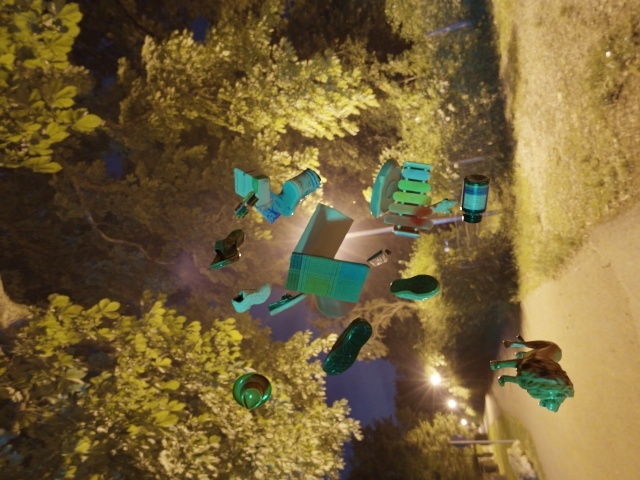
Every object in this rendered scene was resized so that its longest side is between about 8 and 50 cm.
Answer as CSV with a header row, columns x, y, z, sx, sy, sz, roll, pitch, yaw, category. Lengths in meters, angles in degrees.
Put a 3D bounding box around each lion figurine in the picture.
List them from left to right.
x,y,z,sx,sy,sz,roll,pitch,yaw,category
0.748,0.417,1.380,0.392,0.240,0.142,-31,-80,-48,lion figurine

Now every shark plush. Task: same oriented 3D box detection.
x,y,z,sx,sy,sz,roll,pitch,yaw,category
0.536,-0.149,1.808,0.073,0.161,0.067,57,-136,-11,shark plush

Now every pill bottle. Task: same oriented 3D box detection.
x,y,z,sx,sy,sz,roll,pitch,yaw,category
0.749,-0.200,1.954,0.123,0.122,0.219,-69,-22,-58,pill bottle

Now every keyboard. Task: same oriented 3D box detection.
x,y,z,sx,sy,sz,roll,pitch,yaw,category
0.258,0.075,1.723,0.023,0.108,0.180,56,-174,18,keyboard

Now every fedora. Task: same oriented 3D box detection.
x,y,z,sx,sy,sz,roll,pitch,yaw,category
-0.309,0.692,1.804,0.079,0.194,0.194,-107,0,-71,fedora

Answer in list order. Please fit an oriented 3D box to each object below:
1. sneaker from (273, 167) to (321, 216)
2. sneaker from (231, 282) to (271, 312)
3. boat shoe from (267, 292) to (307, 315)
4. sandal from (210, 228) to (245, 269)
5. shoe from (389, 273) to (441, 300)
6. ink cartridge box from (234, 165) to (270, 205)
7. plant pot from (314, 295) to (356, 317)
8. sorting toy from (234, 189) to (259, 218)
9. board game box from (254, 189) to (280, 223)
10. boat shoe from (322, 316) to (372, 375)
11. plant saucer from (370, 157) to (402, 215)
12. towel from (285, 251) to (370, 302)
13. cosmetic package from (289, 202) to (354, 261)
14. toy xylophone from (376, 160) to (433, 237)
x,y,z,sx,sy,sz,roll,pitch,yaw,category
-0.099,-0.235,1.945,0.208,0.319,0.127,-38,-90,-26,sneaker
-0.373,0.296,2.165,0.090,0.232,0.115,51,170,39,sneaker
-0.175,0.313,2.087,0.070,0.219,0.078,63,-174,11,boat shoe
-0.380,0.024,1.600,0.303,0.120,0.086,-94,-19,-62,sandal
0.317,0.155,1.309,0.058,0.219,0.077,32,-109,-22,shoe
-0.387,-0.314,2.277,0.092,0.219,0.160,-21,-49,-38,ink cartridge box
0.075,0.278,2.375,0.243,0.274,0.275,71,-162,-47,plant pot
-0.333,-0.160,1.844,0.046,0.132,0.274,41,172,-6,sorting toy
-0.346,-0.238,2.671,0.210,0.160,0.047,44,166,-11,board game box
0.130,0.507,1.939,0.122,0.324,0.120,38,-173,-14,boat shoe
0.352,-0.269,2.093,0.317,0.043,0.318,-43,-36,-42,plant saucer
0.028,0.176,1.923,0.040,0.369,0.272,-83,6,-47,towel
0.000,0.000,2.140,0.155,0.366,0.197,28,-176,-28,cosmetic package
0.359,-0.173,1.711,0.081,0.236,0.323,8,-97,-82,toy xylophone
